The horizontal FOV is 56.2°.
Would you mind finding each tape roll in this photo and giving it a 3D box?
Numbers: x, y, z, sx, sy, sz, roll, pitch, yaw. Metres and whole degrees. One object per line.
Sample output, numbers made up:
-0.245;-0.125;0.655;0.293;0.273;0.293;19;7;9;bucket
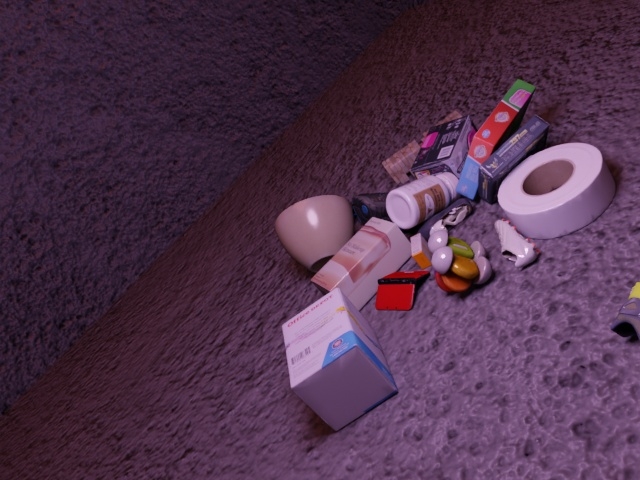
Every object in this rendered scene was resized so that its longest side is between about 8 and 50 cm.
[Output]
0.629;-0.136;1.614;0.286;0.100;0.286;-31;27;18;tape roll

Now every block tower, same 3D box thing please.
0.401;-0.344;2.256;0.336;0.097;0.091;-36;26;11;block tower

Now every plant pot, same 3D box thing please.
0.000;0.000;2.080;0.284;0.284;0.190;-29;61;20;plant pot

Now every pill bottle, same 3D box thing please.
0.330;-0.133;1.887;0.229;0.131;0.131;-25;17;-30;pill bottle

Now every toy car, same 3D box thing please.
0.362;0.067;1.620;0.182;0.159;0.136;-88;17;-57;toy car

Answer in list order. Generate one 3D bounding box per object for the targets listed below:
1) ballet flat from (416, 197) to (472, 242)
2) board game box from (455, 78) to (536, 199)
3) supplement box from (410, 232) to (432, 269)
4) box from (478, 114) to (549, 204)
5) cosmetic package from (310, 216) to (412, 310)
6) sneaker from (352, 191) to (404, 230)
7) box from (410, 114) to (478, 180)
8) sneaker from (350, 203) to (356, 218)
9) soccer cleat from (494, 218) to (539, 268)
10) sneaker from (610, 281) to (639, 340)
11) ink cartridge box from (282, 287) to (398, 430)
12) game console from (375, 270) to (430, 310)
0.384;-0.055;1.843;0.203;0.074;0.074;-38;26;-2;ballet flat
0.539;-0.311;1.851;0.064;0.242;0.316;30;59;17;board game box
0.304;0.032;1.812;0.036;0.062;0.098;-29;27;24;supplement box
0.565;-0.234;1.766;0.233;0.183;0.059;-43;65;-5;box
0.133;0.078;1.887;0.296;0.129;0.153;-45;25;-13;cosmetic package
0.241;-0.111;2.098;0.140;0.125;0.341;-31;25;-25;sneaker
0.442;-0.285;2.050;0.164;0.142;0.247;-12;38;41;box
0.079;-0.102;2.328;0.121;0.079;0.217;-21;16;-5;sneaker
0.503;0.004;1.595;0.076;0.068;0.196;-39;28;8;soccer cleat
0.660;0.181;1.084;0.121;0.111;0.300;-50;20;2;sneaker
0.042;0.302;1.568;0.198;0.197;0.270;-35;26;9;ink cartridge box
0.242;0.146;1.768;0.124;0.085;0.144;-20;9;-41;game console
